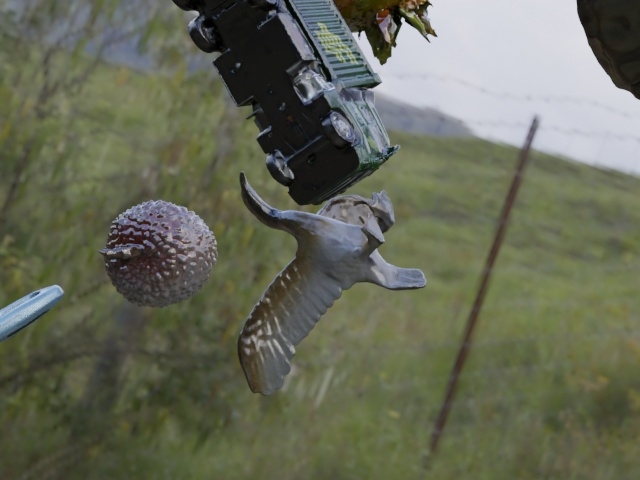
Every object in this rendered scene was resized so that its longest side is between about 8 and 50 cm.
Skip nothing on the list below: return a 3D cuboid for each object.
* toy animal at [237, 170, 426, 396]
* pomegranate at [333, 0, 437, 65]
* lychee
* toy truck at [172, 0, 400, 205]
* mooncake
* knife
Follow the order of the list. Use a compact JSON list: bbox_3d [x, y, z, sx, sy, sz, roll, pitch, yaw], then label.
[{"bbox_3d":[0.008,-0.007,1.494,0.160,0.272,0.197,-13,-61,39],"label":"toy animal"},{"bbox_3d":[0.036,-0.295,1.470,0.210,0.235,0.210,-22,-2,-1],"label":"pomegranate"},{"bbox_3d":[-0.244,0.021,2.198,0.165,0.165,0.197,20,8,32],"label":"lychee"},{"bbox_3d":[-0.033,-0.158,1.232,0.259,0.088,0.121,61,28,6],"label":"toy truck"},{"bbox_3d":[0.322,-0.252,1.437,0.124,0.228,0.228,-9,-16,22],"label":"mooncake"},{"bbox_3d":[-0.293,0.111,0.922,0.019,0.313,0.044,60,-18,-8],"label":"knife"}]
